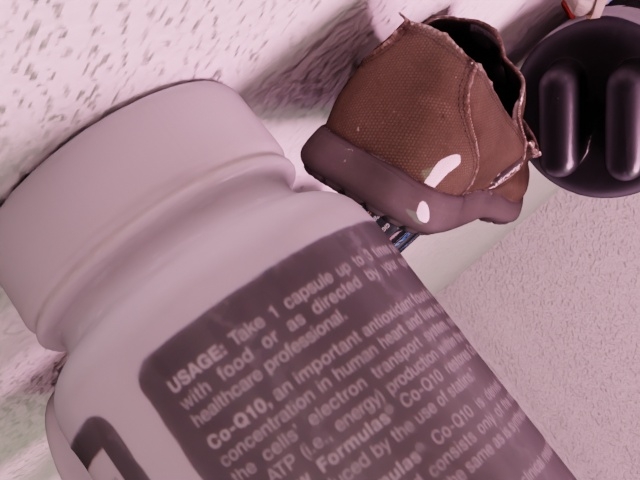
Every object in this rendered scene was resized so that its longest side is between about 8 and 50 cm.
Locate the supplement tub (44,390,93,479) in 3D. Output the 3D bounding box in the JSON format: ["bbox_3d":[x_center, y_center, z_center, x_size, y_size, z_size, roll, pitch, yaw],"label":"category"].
[{"bbox_3d":[-0.050,0.138,0.854,0.331,0.241,0.241,-37,170,-1],"label":"supplement tub"}]

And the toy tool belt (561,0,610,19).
[{"bbox_3d":[0.230,-0.214,0.786,0.051,0.052,0.083,-31,172,10],"label":"toy tool belt"}]

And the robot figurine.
[{"bbox_3d":[0.285,-0.139,0.903,0.173,0.209,0.278,-54,172,32],"label":"robot figurine"}]

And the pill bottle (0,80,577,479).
[{"bbox_3d":[-0.008,0.105,0.501,0.204,0.361,0.204,-36,170,-7],"label":"pill bottle"}]

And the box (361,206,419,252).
[{"bbox_3d":[0.066,0.001,1.177,0.175,0.051,0.220,-25,165,-50],"label":"box"}]

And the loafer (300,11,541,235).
[{"bbox_3d":[0.110,-0.090,0.688,0.130,0.134,0.366,-62,169,16],"label":"loafer"}]
